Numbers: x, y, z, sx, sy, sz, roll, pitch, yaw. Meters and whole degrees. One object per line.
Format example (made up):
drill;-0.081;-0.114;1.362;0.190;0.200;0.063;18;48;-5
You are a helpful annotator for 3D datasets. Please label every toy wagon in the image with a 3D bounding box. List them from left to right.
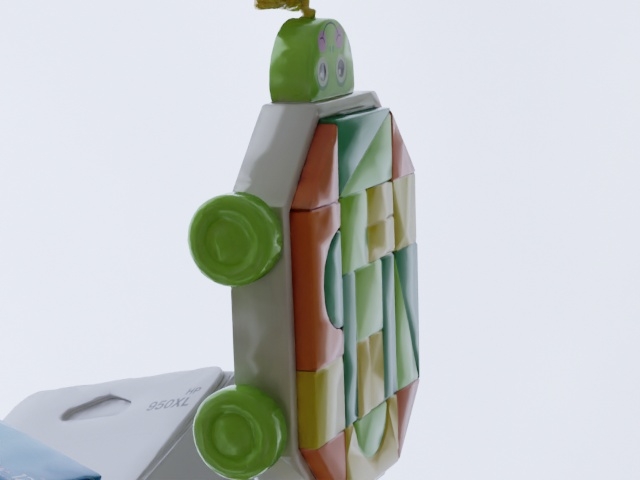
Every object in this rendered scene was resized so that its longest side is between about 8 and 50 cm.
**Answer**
toy wagon;0.000;0.000;1.157;0.267;0.068;0.344;-23;-67;-67

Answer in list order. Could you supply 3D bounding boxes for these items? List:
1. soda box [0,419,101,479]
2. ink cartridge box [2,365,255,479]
soda box;-0.240;0.149;1.151;0.071;0.210;0.067;-2;-71;-50
ink cartridge box;-0.115;0.321;1.527;0.395;0.285;0.166;59;-136;-19
